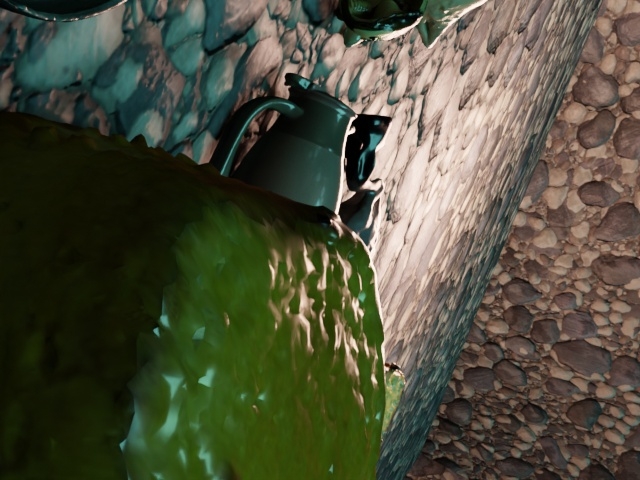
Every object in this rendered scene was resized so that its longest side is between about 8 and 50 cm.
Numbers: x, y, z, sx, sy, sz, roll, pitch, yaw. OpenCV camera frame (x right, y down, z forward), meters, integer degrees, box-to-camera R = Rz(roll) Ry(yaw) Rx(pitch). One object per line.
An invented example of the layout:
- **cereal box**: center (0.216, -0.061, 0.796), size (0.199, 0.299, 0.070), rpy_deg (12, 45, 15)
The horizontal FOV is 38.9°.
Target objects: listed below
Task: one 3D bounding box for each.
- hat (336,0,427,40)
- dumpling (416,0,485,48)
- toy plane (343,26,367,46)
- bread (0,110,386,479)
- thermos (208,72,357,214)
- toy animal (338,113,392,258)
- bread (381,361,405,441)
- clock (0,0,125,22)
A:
- **hat**: center (0.054, -0.216, 0.824), size (0.059, 0.077, 0.076), rpy_deg (100, -24, -76)
- **dumpling**: center (0.128, -0.302, 0.880), size (0.215, 0.126, 0.166), rpy_deg (65, 23, -47)
- **toy plane**: center (0.050, -0.218, 0.882), size (0.083, 0.033, 0.080), rpy_deg (-57, 151, -20)
- **bread**: center (-0.098, 0.097, 0.501), size (0.358, 0.204, 0.336), rpy_deg (2, 86, -64)
- **thermos**: center (-0.040, -0.045, 0.778), size (0.137, 0.105, 0.193), rpy_deg (23, 89, -42)
- **toy animal**: center (0.004, 0.017, 0.990), size (0.195, 0.090, 0.324), rpy_deg (25, 81, -67)
- **bread**: center (0.017, 0.260, 1.300), size (0.229, 0.140, 0.143), rpy_deg (-62, 161, -10)
- **clock**: center (-0.110, -0.205, 0.412), size (0.215, 0.042, 0.215), rpy_deg (-54, 160, -29)
